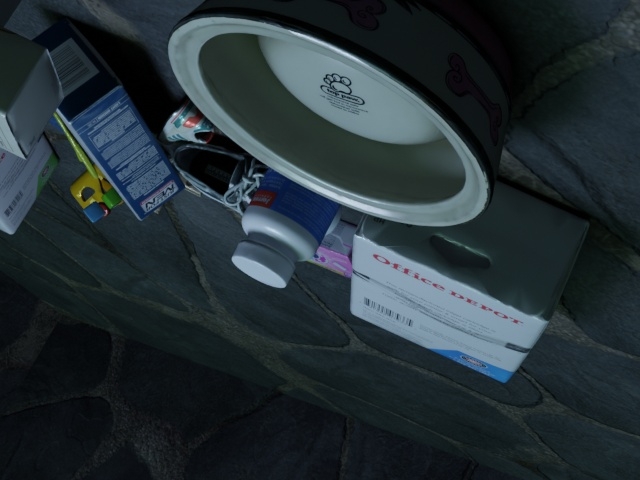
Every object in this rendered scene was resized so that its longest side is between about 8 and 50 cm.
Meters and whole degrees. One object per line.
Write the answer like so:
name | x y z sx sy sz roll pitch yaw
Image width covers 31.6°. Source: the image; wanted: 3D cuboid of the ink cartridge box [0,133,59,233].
ink cartridge box | -0.662 -0.160 2.316 0.115 0.198 0.273 26 162 10

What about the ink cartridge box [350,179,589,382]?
ink cartridge box | 0.205 0.046 1.676 0.285 0.166 0.395 24 163 8

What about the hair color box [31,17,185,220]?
hair color box | -0.350 -0.189 1.840 0.174 0.105 0.347 49 172 24

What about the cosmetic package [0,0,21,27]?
cosmetic package | -0.493 -0.374 1.534 0.151 0.151 0.183 39 159 -33

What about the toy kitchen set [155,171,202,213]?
toy kitchen set | -0.272 -0.086 2.139 0.075 0.083 0.068 27 166 0

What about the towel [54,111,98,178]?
towel | -0.464 -0.216 1.983 0.237 0.021 0.102 62 174 -34

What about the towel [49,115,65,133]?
towel | -0.479 -0.234 2.121 0.067 0.029 0.119 37 161 -25

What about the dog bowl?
dog bowl | 0.038 -0.184 1.301 0.408 0.150 0.408 26 163 9

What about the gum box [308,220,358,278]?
gum box | 0.000 0.000 2.021 0.188 0.062 0.107 20 161 22

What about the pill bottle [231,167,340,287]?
pill bottle | -0.041 -0.046 1.684 0.124 0.221 0.124 25 162 9

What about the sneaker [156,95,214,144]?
sneaker | -0.216 -0.178 1.844 0.075 0.057 0.161 36 159 -7

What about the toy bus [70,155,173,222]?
toy bus | -0.372 -0.128 2.089 0.104 0.202 0.191 51 168 -4

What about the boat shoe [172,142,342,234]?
boat shoe | -0.109 -0.091 1.843 0.306 0.113 0.105 29 180 28

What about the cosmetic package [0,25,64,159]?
cosmetic package | -0.510 -0.242 1.493 0.309 0.113 0.160 25 163 2
